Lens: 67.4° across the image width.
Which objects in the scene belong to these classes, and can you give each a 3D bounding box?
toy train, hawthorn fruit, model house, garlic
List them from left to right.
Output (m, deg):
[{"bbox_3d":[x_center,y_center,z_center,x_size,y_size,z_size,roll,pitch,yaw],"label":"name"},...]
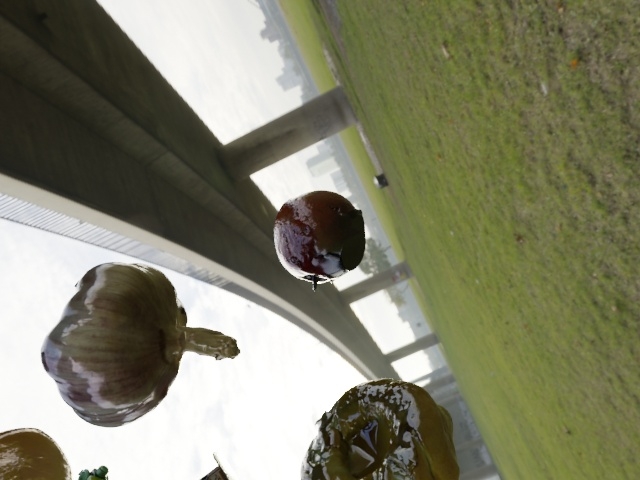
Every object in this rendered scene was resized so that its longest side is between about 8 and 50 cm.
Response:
[{"bbox_3d":[-0.363,0.407,0.730,0.050,0.122,0.081,40,171,-32],"label":"toy train"},{"bbox_3d":[-0.249,0.158,0.728,0.245,0.253,0.245,5,-90,-89],"label":"garlic"},{"bbox_3d":[-0.249,0.621,1.189,0.167,0.088,0.117,51,167,12],"label":"model house"},{"bbox_3d":[0.004,-0.016,1.492,0.316,0.316,0.316,-25,-90,-83],"label":"hawthorn fruit"}]

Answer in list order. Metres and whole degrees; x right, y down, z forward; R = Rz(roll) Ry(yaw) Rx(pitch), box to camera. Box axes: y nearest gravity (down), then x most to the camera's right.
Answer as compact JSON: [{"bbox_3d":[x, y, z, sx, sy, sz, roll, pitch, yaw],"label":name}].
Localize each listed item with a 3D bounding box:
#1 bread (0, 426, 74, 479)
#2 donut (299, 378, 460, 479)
[{"bbox_3d":[-0.742,0.631,1.074,0.253,0.348,0.376,46,171,-35],"label":"bread"},{"bbox_3d":[0.113,0.459,0.997,0.170,0.360,0.360,47,-167,-22],"label":"donut"}]
